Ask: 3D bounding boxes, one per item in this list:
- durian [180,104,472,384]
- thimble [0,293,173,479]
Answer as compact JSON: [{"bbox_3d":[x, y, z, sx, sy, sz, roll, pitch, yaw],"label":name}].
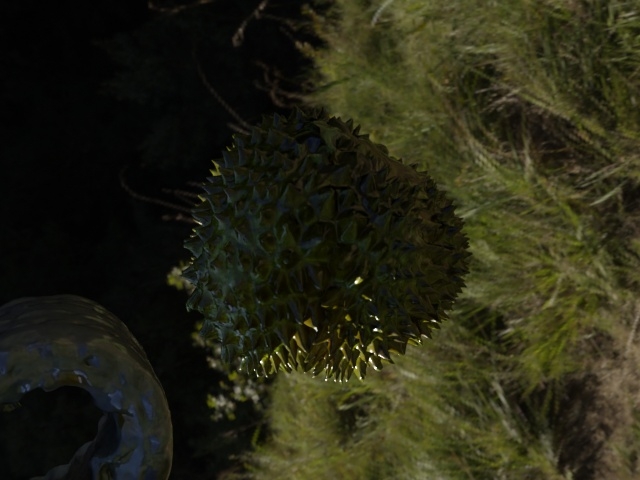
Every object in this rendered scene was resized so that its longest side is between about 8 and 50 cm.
[{"bbox_3d":[-0.001,-0.003,0.779,0.291,0.291,0.224,35,137,41],"label":"durian"},{"bbox_3d":[-0.157,0.109,0.463,0.127,0.151,0.118,46,173,-20],"label":"thimble"}]
